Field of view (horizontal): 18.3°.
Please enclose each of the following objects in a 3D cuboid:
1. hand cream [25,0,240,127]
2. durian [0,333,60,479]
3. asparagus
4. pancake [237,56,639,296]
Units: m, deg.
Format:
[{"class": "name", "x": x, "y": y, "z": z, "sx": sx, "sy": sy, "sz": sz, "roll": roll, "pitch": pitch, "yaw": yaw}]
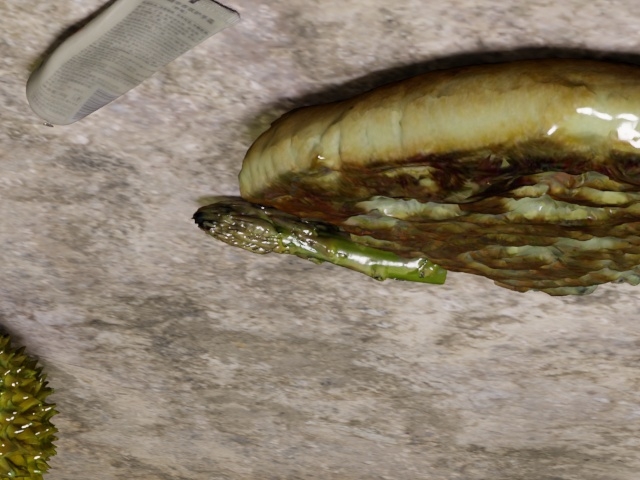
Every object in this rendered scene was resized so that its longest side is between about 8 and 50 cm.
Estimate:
[{"class": "hand cream", "x": -0.109, "y": -0.100, "z": 1.063, "sx": 0.057, "sy": 0.037, "sz": 0.165, "roll": 24, "pitch": 149, "yaw": -30}, {"class": "durian", "x": -0.346, "y": 0.138, "z": 1.563, "sx": 0.291, "sy": 0.224, "sz": 0.291, "roll": -16, "pitch": -175, "yaw": 1}, {"class": "asparagus", "x": 0.000, "y": 0.000, "z": 1.256, "sx": 0.165, "sy": 0.036, "sz": 0.030, "roll": 13, "pitch": 138, "yaw": -4}, {"class": "pancake", "x": 0.185, "y": -0.030, "z": 1.070, "sx": 0.427, "sy": 0.067, "sz": 0.305, "roll": -4, "pitch": 163, "yaw": 32}]
